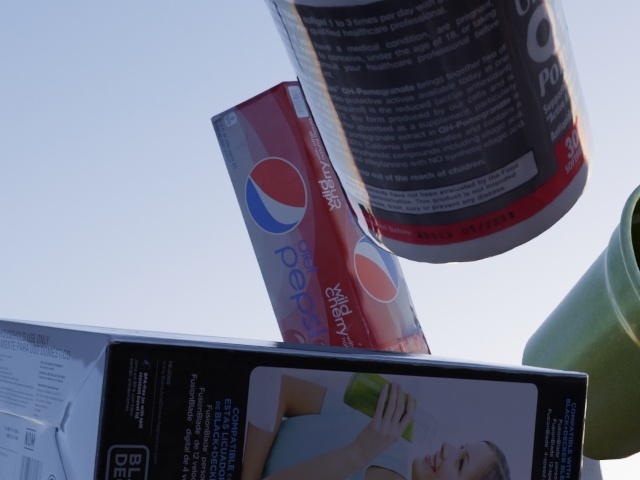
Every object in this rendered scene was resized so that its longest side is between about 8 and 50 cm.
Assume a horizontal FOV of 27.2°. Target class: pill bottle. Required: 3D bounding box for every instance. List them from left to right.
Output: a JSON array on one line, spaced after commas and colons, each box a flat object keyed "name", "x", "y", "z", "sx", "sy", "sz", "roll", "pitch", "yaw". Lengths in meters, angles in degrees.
[{"name": "pill bottle", "x": 0.057, "y": -0.153, "z": 0.822, "sx": 0.176, "sy": 0.176, "sz": 0.318, "roll": -22, "pitch": -51, "yaw": 2}]

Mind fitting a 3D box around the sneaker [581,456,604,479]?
[{"name": "sneaker", "x": 0.361, "y": 0.395, "z": 1.724, "sx": 0.090, "sy": 0.270, "sz": 0.145, "roll": 5, "pitch": 3, "yaw": -27}]

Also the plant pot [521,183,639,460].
[{"name": "plant pot", "x": 0.364, "y": 0.111, "z": 1.454, "sx": 0.276, "sy": 0.276, "sz": 0.254, "roll": -2, "pitch": -32, "yaw": -37}]

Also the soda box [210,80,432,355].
[{"name": "soda box", "x": 0.000, "y": 0.000, "z": 1.127, "sx": 0.092, "sy": 0.263, "sz": 0.083, "roll": -22, "pitch": -7, "yaw": 35}]

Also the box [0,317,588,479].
[{"name": "box", "x": -0.023, "y": 0.096, "z": 0.678, "sx": 0.290, "sy": 0.087, "sz": 0.169, "roll": 8, "pitch": -5, "yaw": -35}]
